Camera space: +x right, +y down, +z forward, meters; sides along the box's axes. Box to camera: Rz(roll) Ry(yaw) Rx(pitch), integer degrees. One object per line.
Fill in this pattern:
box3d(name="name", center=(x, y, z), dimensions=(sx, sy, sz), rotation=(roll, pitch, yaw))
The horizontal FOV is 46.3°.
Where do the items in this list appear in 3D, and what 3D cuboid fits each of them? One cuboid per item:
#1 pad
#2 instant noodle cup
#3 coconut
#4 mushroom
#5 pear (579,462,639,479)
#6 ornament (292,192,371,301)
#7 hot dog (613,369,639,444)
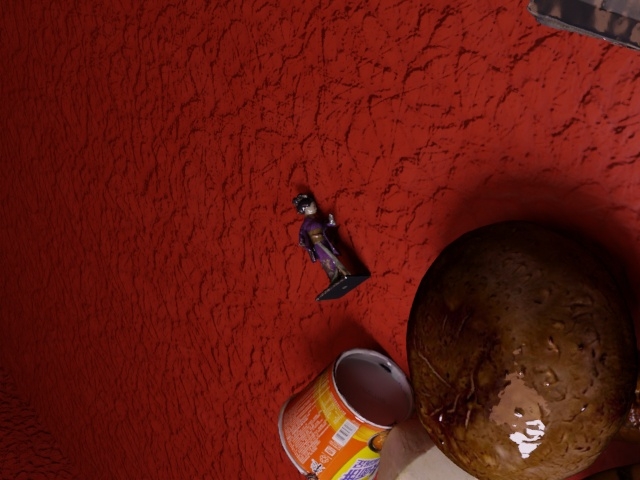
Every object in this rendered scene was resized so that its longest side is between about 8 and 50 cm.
box3d(name="pad", center=(0.356, -0.307, 0.845), dimensions=(0.233, 0.022, 0.174), rotation=(30, 126, 35))
box3d(name="instant noodle cup", center=(0.055, 0.302, 1.304), dimensions=(0.213, 0.213, 0.174), rotation=(50, 128, 21))
box3d(name="coconut", center=(0.197, 0.384, 1.150), dimensions=(0.259, 0.259, 0.259), rotation=(22, 121, 41))
box3d(name="mushroom", center=(0.247, 0.144, 0.974), dimensions=(0.345, 0.239, 0.345), rotation=(24, 122, 46))
box3d(name="pear", center=(0.394, 0.479, 0.875), dimensions=(0.362, 0.362, 0.418), rotation=(-6, 97, 49))
box3d(name="ornament", center=(0.007, -0.002, 1.317), dimensions=(0.081, 0.088, 0.203), rotation=(-30, 71, 30))
box3d(name="hot dog", center=(0.413, 0.217, 0.958), dimensions=(0.249, 0.076, 0.102), rotation=(-5, 105, 48))
